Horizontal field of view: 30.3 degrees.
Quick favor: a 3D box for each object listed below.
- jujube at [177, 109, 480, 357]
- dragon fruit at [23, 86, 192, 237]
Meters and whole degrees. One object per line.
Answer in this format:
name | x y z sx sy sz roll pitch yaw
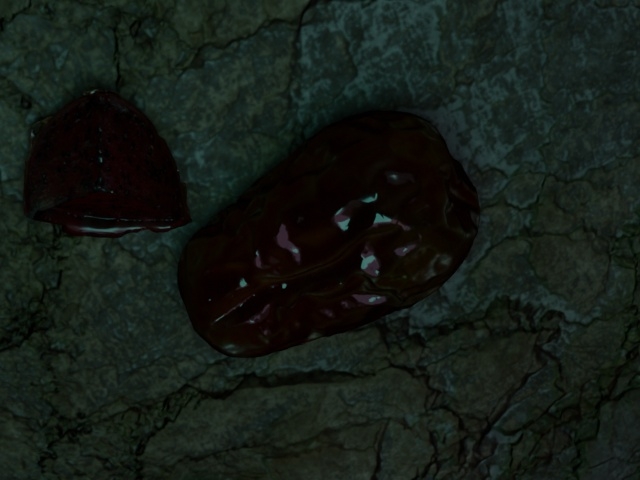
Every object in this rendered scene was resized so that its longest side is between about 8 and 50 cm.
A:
jujube | 0.000 0.000 1.285 0.342 0.216 0.216 -30 119 14
dragon fruit | -0.222 -0.073 1.255 0.161 0.121 0.127 23 65 -48
